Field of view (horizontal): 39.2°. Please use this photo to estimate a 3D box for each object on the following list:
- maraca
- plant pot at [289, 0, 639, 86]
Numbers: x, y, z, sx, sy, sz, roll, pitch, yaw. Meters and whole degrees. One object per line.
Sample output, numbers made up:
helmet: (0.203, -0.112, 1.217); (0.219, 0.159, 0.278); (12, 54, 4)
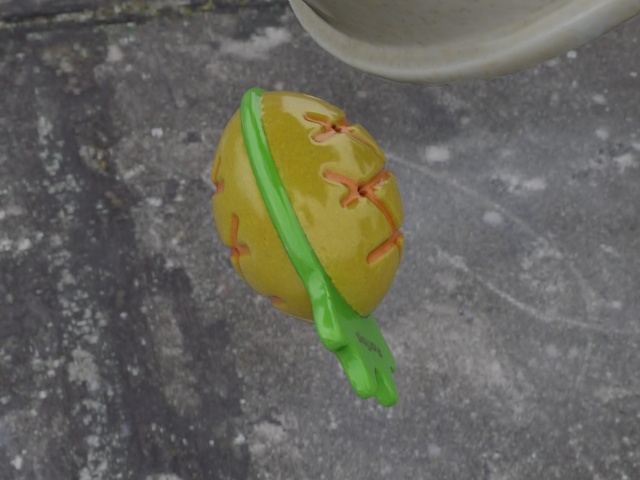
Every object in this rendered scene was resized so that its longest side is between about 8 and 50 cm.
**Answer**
maraca: (0.000, 0.000, 0.482); (0.099, 0.127, 0.185); (-27, 67, 15)
plant pot: (-0.019, -0.258, 0.274); (0.305, 0.334, 0.334); (19, 24, -38)
